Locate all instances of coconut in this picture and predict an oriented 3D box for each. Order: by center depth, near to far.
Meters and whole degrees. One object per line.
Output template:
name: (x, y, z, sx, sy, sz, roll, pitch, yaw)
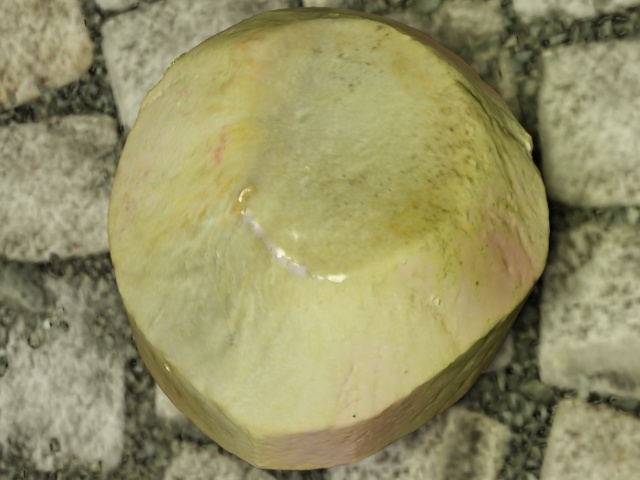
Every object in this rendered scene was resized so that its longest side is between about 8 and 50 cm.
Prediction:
coconut: (0.000, 0.000, 1.064, 0.259, 0.259, 0.259, 3, 97, 28)
